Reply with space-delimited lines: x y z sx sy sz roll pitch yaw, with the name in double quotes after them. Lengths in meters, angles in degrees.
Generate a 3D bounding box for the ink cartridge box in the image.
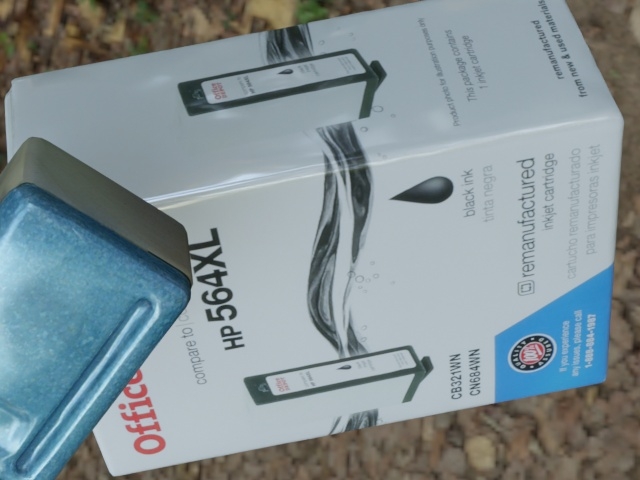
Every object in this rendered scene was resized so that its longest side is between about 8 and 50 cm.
0.000 0.000 0.507 0.148 0.203 0.086 80 178 -47 "ink cartridge box"

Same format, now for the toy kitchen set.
-0.141 0.023 0.279 0.122 0.207 0.166 -52 21 14 "toy kitchen set"
